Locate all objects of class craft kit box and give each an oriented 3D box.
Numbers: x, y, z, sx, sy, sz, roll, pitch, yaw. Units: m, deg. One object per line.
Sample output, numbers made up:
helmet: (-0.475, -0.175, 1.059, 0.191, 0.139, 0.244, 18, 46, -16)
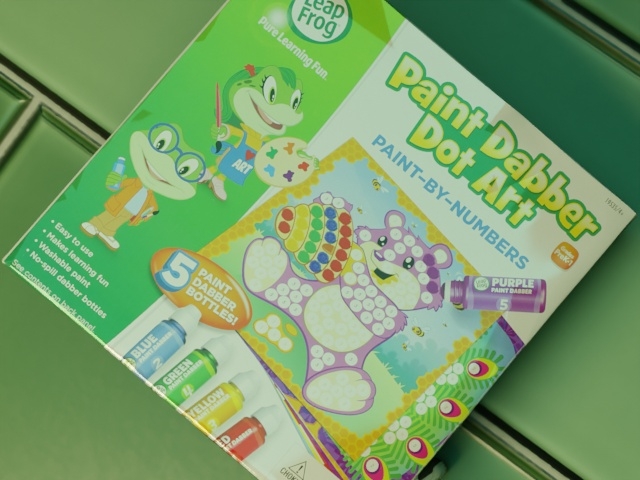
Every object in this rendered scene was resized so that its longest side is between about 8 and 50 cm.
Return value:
craft kit box: (0.000, 0.000, 1.028, 0.250, 0.061, 0.246, 40, 83, 1)

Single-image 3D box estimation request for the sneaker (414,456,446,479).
sneaker: (0.030, 0.137, 1.063, 0.083, 0.032, 0.037, -26, 80, 6)
